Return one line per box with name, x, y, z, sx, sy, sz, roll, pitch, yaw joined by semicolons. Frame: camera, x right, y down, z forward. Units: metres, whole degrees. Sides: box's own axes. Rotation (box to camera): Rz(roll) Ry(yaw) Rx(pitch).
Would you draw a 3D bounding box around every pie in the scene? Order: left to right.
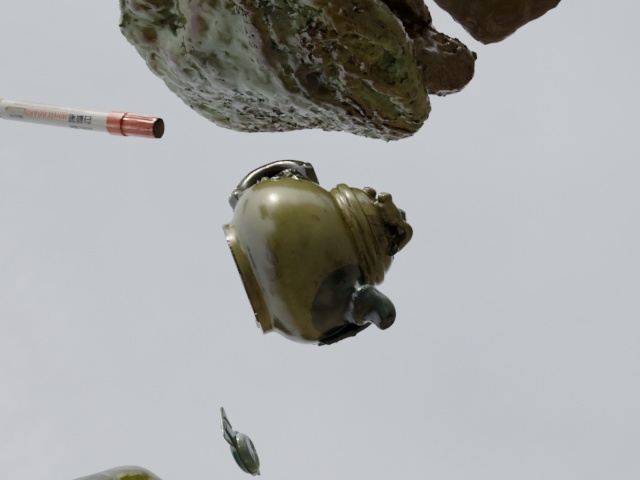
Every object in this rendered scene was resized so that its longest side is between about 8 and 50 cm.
pie;-0.058;-0.249;1.331;0.395;0.418;0.180;39;-124;-46

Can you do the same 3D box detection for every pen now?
pen;-0.278;-0.139;1.172;0.028;0.239;0.028;-32;-53;-56

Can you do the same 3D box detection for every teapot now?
teapot;0.000;0.000;1.057;0.183;0.269;0.173;-21;-46;-5

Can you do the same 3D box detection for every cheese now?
cheese;-0.116;0.295;1.484;0.026;0.067;0.120;-25;-53;7

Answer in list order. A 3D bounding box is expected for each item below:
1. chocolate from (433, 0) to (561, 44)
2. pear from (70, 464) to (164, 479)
chocolate;0.096;-0.239;0.633;0.112;0.321;0.112;-37;-58;24
pear;-0.297;0.446;1.418;0.269;0.269;0.321;-17;-39;-45
